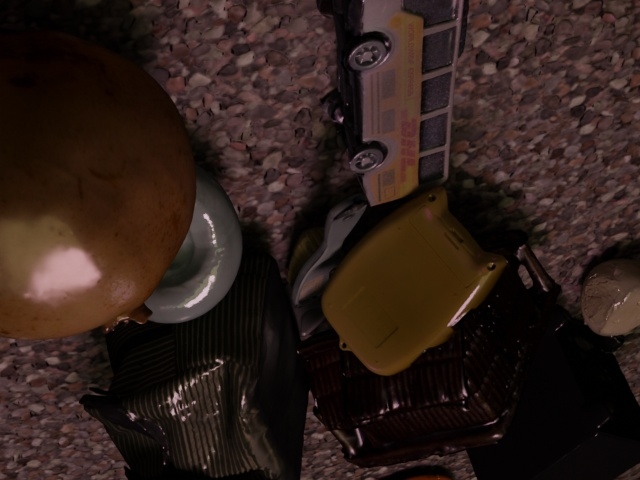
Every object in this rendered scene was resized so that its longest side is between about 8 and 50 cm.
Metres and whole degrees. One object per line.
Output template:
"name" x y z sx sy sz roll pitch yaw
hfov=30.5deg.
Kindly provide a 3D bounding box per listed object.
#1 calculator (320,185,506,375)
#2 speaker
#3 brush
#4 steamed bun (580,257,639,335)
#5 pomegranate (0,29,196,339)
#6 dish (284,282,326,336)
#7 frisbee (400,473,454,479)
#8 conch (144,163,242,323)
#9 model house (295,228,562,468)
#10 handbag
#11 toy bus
"calculator" 0.095 0.057 1.364 0.236 0.157 0.033 -47 167 29
"speaker" 0.357 0.264 1.804 0.184 0.232 0.254 18 131 -41
"brush" 0.000 0.000 1.418 0.068 0.060 0.297 -25 163 -21
"steamed bun" 0.437 0.075 1.713 0.112 0.091 0.130 -3 139 -25
"pomegranate" -0.261 -0.038 1.105 0.319 0.319 0.319 -12 143 -9
"dish" -0.018 0.099 1.591 0.091 0.039 0.137 5 138 -29
"frisbee" 0.157 0.472 2.150 0.192 0.035 0.192 -13 144 -9
"conch" -0.182 -0.012 1.307 0.185 0.121 0.221 -8 121 -10
"model house" 0.110 0.102 1.514 0.317 0.297 0.282 -13 138 31
"handbag" -0.151 0.184 1.487 0.240 0.247 0.341 -3 145 7
"toy bus" 0.076 -0.175 1.230 0.138 0.097 0.342 -14 144 -9
